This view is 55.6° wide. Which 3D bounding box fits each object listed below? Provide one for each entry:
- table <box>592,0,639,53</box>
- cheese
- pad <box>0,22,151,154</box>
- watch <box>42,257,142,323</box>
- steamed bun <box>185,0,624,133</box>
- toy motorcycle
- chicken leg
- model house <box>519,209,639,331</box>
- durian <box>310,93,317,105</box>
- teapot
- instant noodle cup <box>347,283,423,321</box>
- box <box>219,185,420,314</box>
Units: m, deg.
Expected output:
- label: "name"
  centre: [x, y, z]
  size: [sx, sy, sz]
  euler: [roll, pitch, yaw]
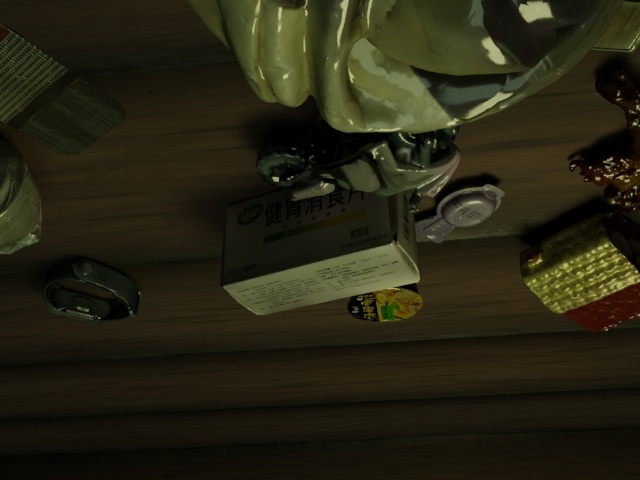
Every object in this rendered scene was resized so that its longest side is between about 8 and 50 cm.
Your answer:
- label: "table"
  centre: [0.349, -0.278, 0.733]
  size: [0.083, 0.062, 0.079]
  euler: [2, 148, -4]
- label: "cheese"
  centre: [0.248, -0.050, 1.105]
  size: [0.105, 0.042, 0.191]
  euler: [22, 141, -30]
- label: "pad"
  centre: [-0.359, -0.218, 0.814]
  size: [0.323, 0.055, 0.250]
  euler: [-6, 151, 41]
- label: "watch"
  centre: [-0.494, 0.117, 1.325]
  size: [0.206, 0.068, 0.193]
  euler: [24, 140, -30]
- label: "steamed bun"
  centre: [0.089, -0.222, 0.429]
  size: [0.394, 0.237, 0.346]
  euler: [-17, 140, -16]
- label: "toy motorcycle"
  centre: [0.068, -0.117, 0.909]
  size: [0.327, 0.143, 0.188]
  euler: [-14, 146, 32]
- label: "chicken leg"
  centre: [0.489, -0.144, 0.940]
  size: [0.177, 0.083, 0.322]
  euler: [6, 151, 14]
- label: "model house"
  centre: [0.523, 0.051, 1.165]
  size: [0.254, 0.160, 0.196]
  euler: [22, 142, -29]
- label: "durian"
  centre: [0.057, -0.215, 0.725]
  size: [0.182, 0.165, 0.132]
  euler: [-16, -177, 13]
- label: "teapot"
  centre: [-0.556, -0.058, 0.965]
  size: [0.222, 0.163, 0.178]
  euler: [1, 154, -3]
- label: "instant noodle cup"
  centre: [0.128, 0.083, 1.238]
  size: [0.152, 0.122, 0.151]
  euler: [-2, 149, -1]
- label: "box"
  centre: [0.002, 0.000, 1.056]
  size: [0.333, 0.173, 0.145]
  euler: [-15, 147, 21]
